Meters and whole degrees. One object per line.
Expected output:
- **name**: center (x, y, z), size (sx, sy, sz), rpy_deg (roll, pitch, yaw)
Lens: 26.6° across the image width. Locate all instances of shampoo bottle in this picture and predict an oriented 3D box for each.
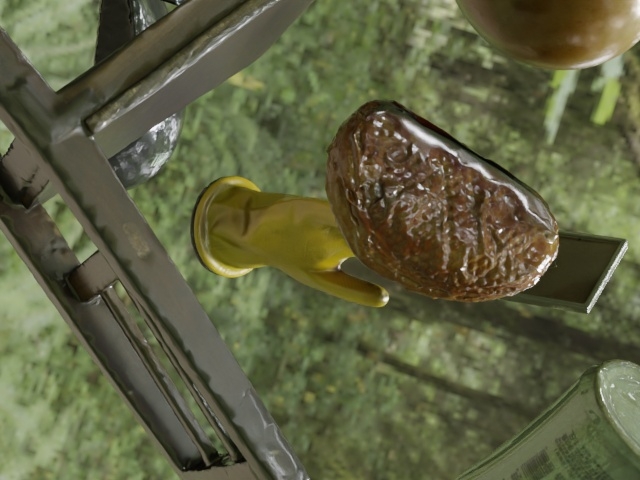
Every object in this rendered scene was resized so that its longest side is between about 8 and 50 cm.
- **shampoo bottle**: center (0.176, 0.190, 1.009), size (0.234, 0.118, 0.087), rpy_deg (-49, -178, 42)

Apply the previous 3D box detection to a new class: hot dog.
- **hot dog**: center (0.106, -0.033, 1.211), size (0.099, 0.227, 0.160), rpy_deg (-52, -172, 53)

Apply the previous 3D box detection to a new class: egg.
- **egg**: center (0.296, -0.371, 1.704), size (0.351, 0.282, 0.282), rpy_deg (-102, -162, -47)

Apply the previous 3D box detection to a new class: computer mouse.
- **computer mouse**: center (-0.223, -0.198, 1.720), size (0.170, 0.100, 0.269), rpy_deg (69, 21, -69)

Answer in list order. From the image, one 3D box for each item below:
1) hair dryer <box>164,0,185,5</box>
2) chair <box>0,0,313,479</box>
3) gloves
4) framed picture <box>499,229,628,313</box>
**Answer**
- **hair dryer**: center (-0.246, -0.293, 1.432), size (0.195, 0.173, 0.050), rpy_deg (-30, 137, -69)
- **chair**: center (-0.082, -0.087, 0.774), size (0.240, 0.416, 0.203), rpy_deg (-39, -176, -23)
- **gloves**: center (-0.001, 0.000, 1.456), size (0.133, 0.294, 0.116), rpy_deg (16, 85, -47)
- **framed picture**: center (0.286, 0.033, 1.794), size (0.150, 0.203, 0.015), rpy_deg (-51, 137, -41)
